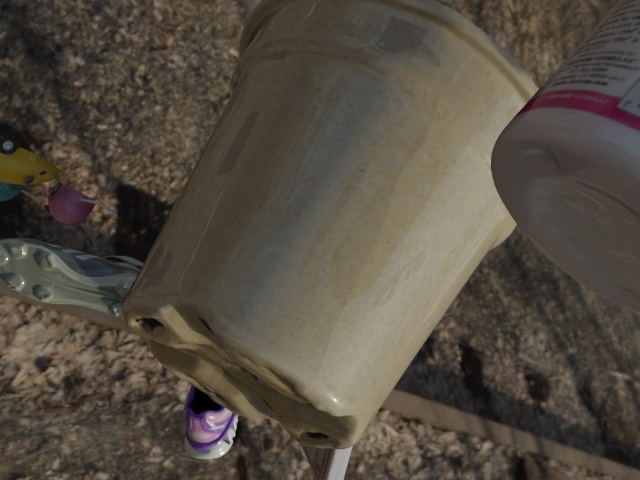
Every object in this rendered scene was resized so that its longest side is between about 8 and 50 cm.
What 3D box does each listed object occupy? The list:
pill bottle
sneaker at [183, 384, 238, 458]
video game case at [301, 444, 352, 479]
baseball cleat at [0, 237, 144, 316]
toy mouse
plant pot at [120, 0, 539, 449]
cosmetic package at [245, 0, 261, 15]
[{"bbox_3d":[0.249,-0.103,0.466,0.283,0.160,0.160,-47,117,-13],"label":"pill bottle"},{"bbox_3d":[-0.166,0.237,1.286,0.236,0.095,0.104,-72,157,-46],"label":"sneaker"},{"bbox_3d":[-0.020,0.129,0.940,0.025,0.204,0.285,-6,39,-22],"label":"video game case"},{"bbox_3d":[-0.299,0.043,0.964,0.206,0.072,0.109,22,12,-11],"label":"baseball cleat"},{"bbox_3d":[-0.263,-0.045,0.700,0.161,0.143,0.031,26,70,-12],"label":"toy mouse"},{"bbox_3d":[0.000,0.000,0.693,0.334,0.334,0.305,46,62,-30],"label":"plant pot"},{"bbox_3d":[0.047,-0.464,1.450,0.453,0.162,0.230,-53,139,-46],"label":"cosmetic package"}]
